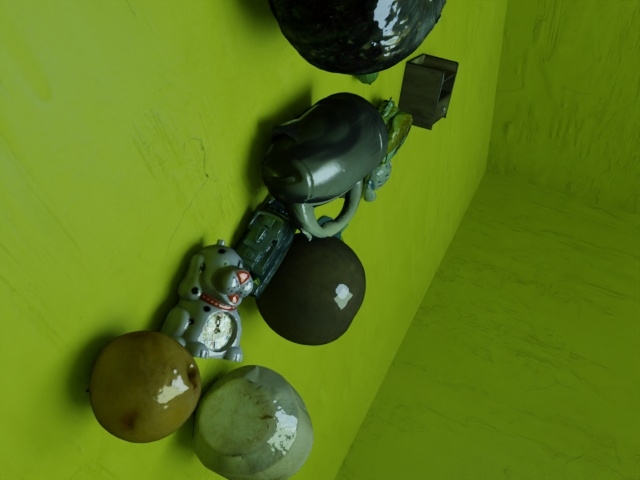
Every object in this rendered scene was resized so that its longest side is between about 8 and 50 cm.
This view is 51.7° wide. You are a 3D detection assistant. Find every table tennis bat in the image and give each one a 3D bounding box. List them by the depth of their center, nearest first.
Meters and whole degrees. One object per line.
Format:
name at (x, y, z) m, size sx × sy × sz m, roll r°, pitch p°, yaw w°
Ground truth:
table tennis bat at (0.000, 0.000, 2.009) m, size 0.201 × 0.033 × 0.124 m, roll -32°, pitch 110°, yaw -46°

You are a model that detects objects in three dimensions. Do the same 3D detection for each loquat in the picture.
loquat at (-0.331, 0.272, 1.236) m, size 0.208 × 0.208 × 0.208 m, roll -51°, pitch 152°, yaw -40°

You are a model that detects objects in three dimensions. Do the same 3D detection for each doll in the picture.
doll at (0.197, -0.234, 2.272) m, size 0.104 × 0.072 × 0.214 m, roll 21°, pitch 98°, yaw -55°

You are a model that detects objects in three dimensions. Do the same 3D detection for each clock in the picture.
clock at (-0.232, 0.124, 1.421) m, size 0.189 × 0.189 × 0.253 m, roll 23°, pitch 83°, yaw -69°

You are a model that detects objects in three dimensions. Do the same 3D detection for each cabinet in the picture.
cabinet at (0.384, -0.529, 2.351) m, size 0.175 × 0.148 × 0.215 m, roll -40°, pitch 146°, yaw -53°

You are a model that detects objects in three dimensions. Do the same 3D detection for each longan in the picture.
longan at (-0.024, 0.123, 1.740) m, size 0.319 × 0.319 × 0.318 m, roll -51°, pitch 152°, yaw -40°

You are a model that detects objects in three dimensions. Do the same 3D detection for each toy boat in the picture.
toy boat at (-0.133, -0.002, 1.601) m, size 0.296 × 0.114 × 0.122 m, roll -61°, pitch 166°, yaw -23°

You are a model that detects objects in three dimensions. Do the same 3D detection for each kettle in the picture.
kettle at (0.000, -0.161, 1.601) m, size 0.324 × 0.229 × 0.320 m, roll -41°, pitch 125°, yaw -44°

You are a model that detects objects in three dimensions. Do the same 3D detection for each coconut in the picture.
coconut at (-0.171, 0.486, 1.724) m, size 0.323 × 0.323 × 0.322 m, roll -51°, pitch 152°, yaw -40°

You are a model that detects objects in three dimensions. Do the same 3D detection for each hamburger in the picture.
hamburger at (0.218, -0.357, 2.122) m, size 0.214 × 0.125 × 0.235 m, roll -59°, pitch 173°, yaw -52°

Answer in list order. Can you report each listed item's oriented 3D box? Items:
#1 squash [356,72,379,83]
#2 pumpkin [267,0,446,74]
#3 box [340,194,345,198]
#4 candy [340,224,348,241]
squash at (0.123, -0.508, 1.832) m, size 0.219 × 0.068 × 0.077 m, roll 66°, pitch 43°, yaw -63°
pumpkin at (0.075, -0.553, 1.288) m, size 0.454 × 0.344 × 0.454 m, roll -41°, pitch 141°, yaw -45°
box at (0.063, -0.215, 1.896) m, size 0.093 × 0.124 × 0.172 m, roll -45°, pitch 152°, yaw -69°
candy at (0.063, -0.021, 2.176) m, size 0.194 × 0.062 × 0.058 m, roll -51°, pitch 156°, yaw -63°
